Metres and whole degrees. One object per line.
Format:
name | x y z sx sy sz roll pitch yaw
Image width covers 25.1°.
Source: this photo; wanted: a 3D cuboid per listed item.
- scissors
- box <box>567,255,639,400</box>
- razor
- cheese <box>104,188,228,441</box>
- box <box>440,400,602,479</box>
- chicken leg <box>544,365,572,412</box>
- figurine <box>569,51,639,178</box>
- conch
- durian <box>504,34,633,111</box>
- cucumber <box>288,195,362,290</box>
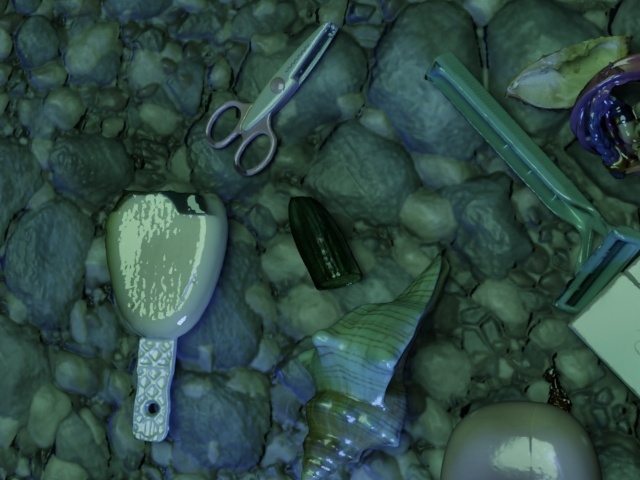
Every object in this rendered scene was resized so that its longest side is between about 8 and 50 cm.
scissors | -0.043 -0.149 1.446 0.085 0.022 0.176 44 100 23
box | 0.356 0.047 1.252 0.243 0.067 0.155 -46 69 6
razor | 0.193 -0.070 1.339 0.278 0.056 0.111 56 140 24
cheese | -0.161 0.074 1.435 0.127 0.054 0.251 2 83 19
box | 0.177 0.241 1.262 0.146 0.088 0.200 -1 93 22
chicken leg | 0.210 0.157 1.310 0.036 0.021 0.083 20 87 30
figurine | 0.307 -0.095 1.263 0.157 0.114 0.126 41 113 40
conch | 0.035 0.114 1.315 0.114 0.137 0.233 17 93 4
durian | 0.235 -0.151 1.329 0.130 0.066 0.052 -24 74 23
cucumber | 0.000 0.000 1.396 0.048 0.048 0.105 -31 68 12
